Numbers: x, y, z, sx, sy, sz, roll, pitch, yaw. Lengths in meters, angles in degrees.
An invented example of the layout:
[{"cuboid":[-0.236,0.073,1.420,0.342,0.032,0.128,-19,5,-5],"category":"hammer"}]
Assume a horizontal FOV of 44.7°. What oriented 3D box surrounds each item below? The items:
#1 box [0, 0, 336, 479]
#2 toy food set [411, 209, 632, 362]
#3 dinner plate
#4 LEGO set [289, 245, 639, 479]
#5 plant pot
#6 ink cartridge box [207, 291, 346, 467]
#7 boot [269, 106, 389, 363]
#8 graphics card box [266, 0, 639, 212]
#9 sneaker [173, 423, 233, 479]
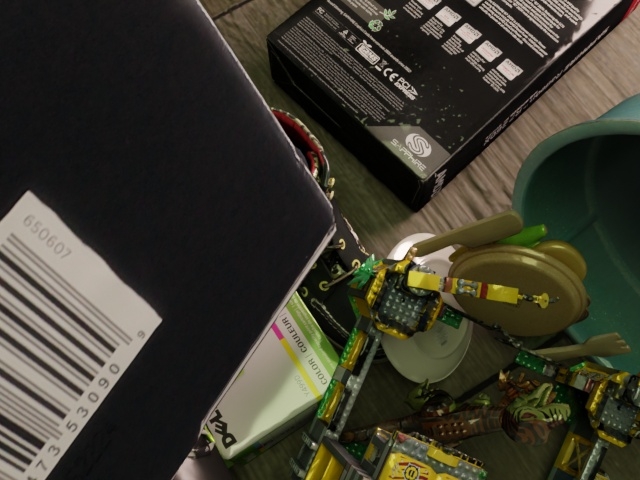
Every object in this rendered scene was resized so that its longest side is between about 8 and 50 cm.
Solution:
[{"cuboid":[-0.335,0.036,0.529,0.471,0.297,0.480,14,61,40],"category":"box"},{"cuboid":[0.181,0.039,0.700,0.192,0.132,0.039,45,49,-25],"category":"toy food set"},{"cuboid":[0.105,0.063,0.729,0.141,0.017,0.141,3,85,-41],"category":"dinner plate"},{"cuboid":[0.139,0.160,0.595,0.331,0.192,0.255,35,83,-11],"category":"LEGO set"},{"cuboid":[0.403,-0.045,0.664,0.334,0.341,0.341,-39,75,-20],"category":"plant pot"},{"cuboid":[-0.127,0.127,0.717,0.255,0.097,0.189,-32,74,-10],"category":"ink cartridge box"},{"cuboid":[-0.002,0.000,0.713,0.085,0.179,0.236,-33,73,-10],"category":"boot"},{"cuboid":[0.152,-0.235,0.838,0.371,0.094,0.233,-43,76,-14],"category":"graphics card box"},{"cuboid":[-0.136,0.120,0.630,0.235,0.084,0.097,47,110,19],"category":"sneaker"}]
